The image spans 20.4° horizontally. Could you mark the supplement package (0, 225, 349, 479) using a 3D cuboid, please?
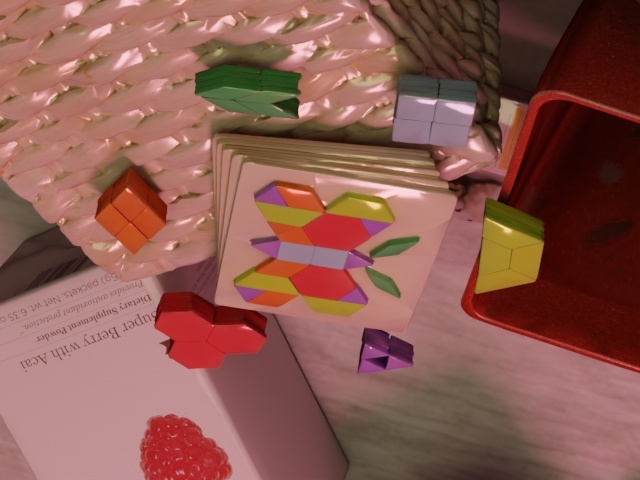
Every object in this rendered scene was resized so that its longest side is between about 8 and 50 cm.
[{"bbox_3d":[-0.126,0.128,1.415,0.178,0.175,0.293,-21,106,19],"label":"supplement package"}]

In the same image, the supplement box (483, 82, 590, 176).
[{"bbox_3d":[0.149,-0.081,1.348,0.098,0.036,0.062,17,114,4],"label":"supplement box"}]

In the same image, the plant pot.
[{"bbox_3d":[0.271,-0.069,1.190,0.267,0.235,0.267,18,147,4],"label":"plant pot"}]

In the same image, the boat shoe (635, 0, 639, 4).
[{"bbox_3d":[0.277,-0.255,1.112,0.123,0.342,0.123,40,146,-14],"label":"boat shoe"}]

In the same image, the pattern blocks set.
[{"bbox_3d":[0.000,0.000,1.143,0.285,0.026,0.325,0,145,8],"label":"pattern blocks set"}]

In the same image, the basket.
[{"bbox_3d":[-0.087,-0.184,1.147,0.331,0.266,0.328,-16,142,27],"label":"basket"}]
